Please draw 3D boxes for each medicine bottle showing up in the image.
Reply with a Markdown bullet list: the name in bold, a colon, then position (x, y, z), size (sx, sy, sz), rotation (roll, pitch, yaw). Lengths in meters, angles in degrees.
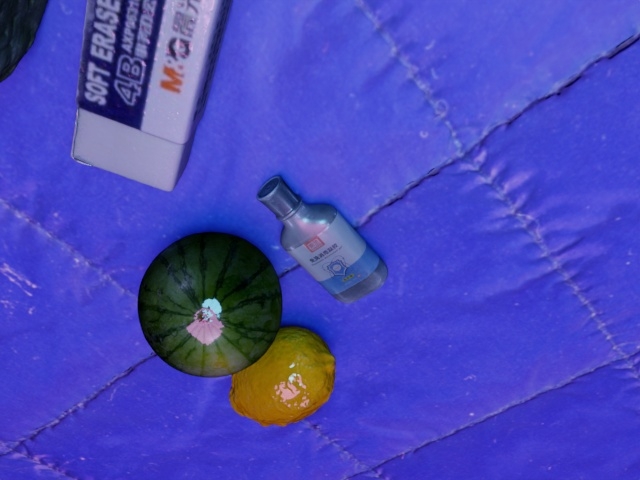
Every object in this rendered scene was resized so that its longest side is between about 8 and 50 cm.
- **medicine bottle**: position (0.000, 0.000, 0.777), size (0.090, 0.053, 0.208), rotation (-32, 121, 23)

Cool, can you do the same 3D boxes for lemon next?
- **lemon**: position (-0.058, 0.204, 0.882), size (0.187, 0.142, 0.142), rotation (-30, 122, 19)

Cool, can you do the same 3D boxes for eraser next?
- **eraser**: position (-0.172, -0.199, 0.605), size (0.130, 0.086, 0.287), rotation (18, 126, -11)

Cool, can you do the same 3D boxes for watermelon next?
- **watermelon**: position (-0.142, 0.082, 0.772), size (0.188, 0.215, 0.188), rotation (0, 92, -7)

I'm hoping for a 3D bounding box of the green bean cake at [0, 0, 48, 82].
- **green bean cake**: position (-0.324, -0.226, 0.501), size (0.125, 0.227, 0.222), rotation (26, 125, -12)
